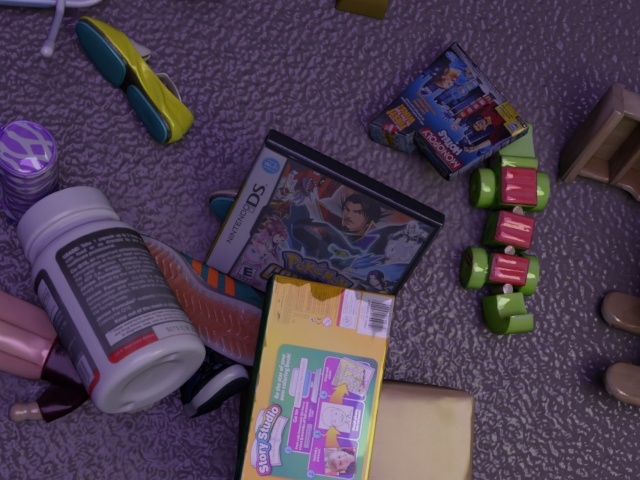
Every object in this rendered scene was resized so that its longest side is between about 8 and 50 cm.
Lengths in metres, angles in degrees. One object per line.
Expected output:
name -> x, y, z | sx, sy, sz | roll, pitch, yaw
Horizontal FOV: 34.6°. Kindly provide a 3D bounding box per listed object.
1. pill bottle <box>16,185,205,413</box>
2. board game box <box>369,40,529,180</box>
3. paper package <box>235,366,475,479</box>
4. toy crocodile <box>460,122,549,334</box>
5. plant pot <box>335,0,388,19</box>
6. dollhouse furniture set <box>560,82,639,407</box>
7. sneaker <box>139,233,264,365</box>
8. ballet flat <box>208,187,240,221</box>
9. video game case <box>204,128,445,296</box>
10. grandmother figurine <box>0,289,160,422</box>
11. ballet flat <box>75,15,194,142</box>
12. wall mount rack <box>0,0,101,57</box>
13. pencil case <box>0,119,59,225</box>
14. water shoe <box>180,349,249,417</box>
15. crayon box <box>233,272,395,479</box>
pill bottle -> -0.287, 0.075, 1.382 | 0.161, 0.161, 0.283 | -28, 67, -12
board game box -> 0.185, -0.181, 1.587 | 0.194, 0.060, 0.194 | -32, 65, -6
paper package -> 0.037, 0.346, 1.457 | 0.325, 0.168, 0.309 | 6, 81, -10
toy crocodile -> 0.291, -0.022, 1.585 | 0.115, 0.105, 0.340 | 9, 80, -9
plant pot -> 0.076, -0.406, 1.612 | 0.081, 0.083, 0.081 | 11, 80, -9
dollhouse furniture set -> 0.512, -0.007, 1.506 | 0.256, 0.362, 0.394 | 16, 52, -9
sneaker -> -0.173, 0.089, 1.498 | 0.302, 0.121, 0.108 | 31, 94, 15
ballet flat -> -0.047, -0.030, 1.548 | 0.248, 0.086, 0.086 | 26, 79, -7
video game case -> 0.000, 0.000, 1.481 | 0.275, 0.248, 0.035 | 26, 35, -6
grandmother figurine -> -0.377, 0.160, 1.447 | 0.342, 0.104, 0.208 | 20, 86, -4
ballet flat -> -0.272, -0.247, 1.540 | 0.077, 0.077, 0.231 | -37, 88, -34
wall mount rack -> -0.476, -0.375, 1.468 | 0.350, 0.130, 0.304 | 2, 71, -7
pencil case -> -0.408, -0.092, 1.426 | 0.088, 0.206, 0.086 | 38, 64, 0
water shoe -> -0.162, 0.191, 1.426 | 0.073, 0.203, 0.080 | -18, 77, -29
crayon box -> -0.008, 0.195, 1.344 | 0.165, 0.081, 0.278 | 11, 80, -8
